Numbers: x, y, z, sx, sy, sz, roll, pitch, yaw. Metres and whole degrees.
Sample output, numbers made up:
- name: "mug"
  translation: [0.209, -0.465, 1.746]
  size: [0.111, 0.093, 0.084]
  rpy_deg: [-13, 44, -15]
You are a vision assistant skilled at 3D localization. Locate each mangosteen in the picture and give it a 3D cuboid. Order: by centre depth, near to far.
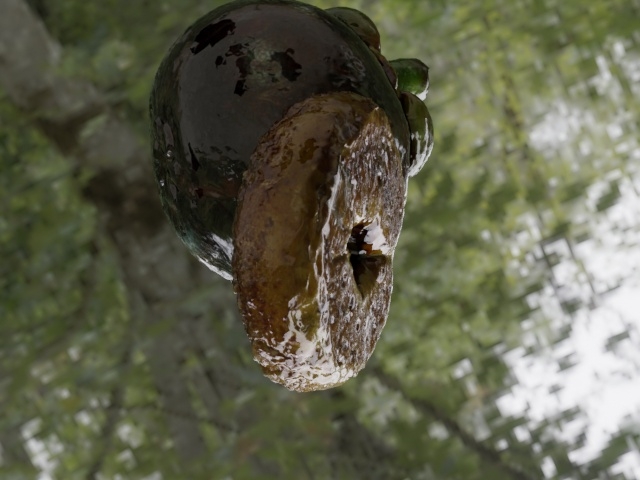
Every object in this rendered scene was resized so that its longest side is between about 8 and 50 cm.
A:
- name: "mangosteen"
  translation: [-0.017, -0.067, 1.284]
  size: [0.216, 0.216, 0.216]
  rpy_deg: [-22, -160, 8]

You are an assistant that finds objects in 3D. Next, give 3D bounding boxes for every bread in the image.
- name: "bread"
  translation: [0.000, 0.000, 1.089]
  size: [0.064, 0.193, 0.193]
  rpy_deg: [6, -149, 23]
